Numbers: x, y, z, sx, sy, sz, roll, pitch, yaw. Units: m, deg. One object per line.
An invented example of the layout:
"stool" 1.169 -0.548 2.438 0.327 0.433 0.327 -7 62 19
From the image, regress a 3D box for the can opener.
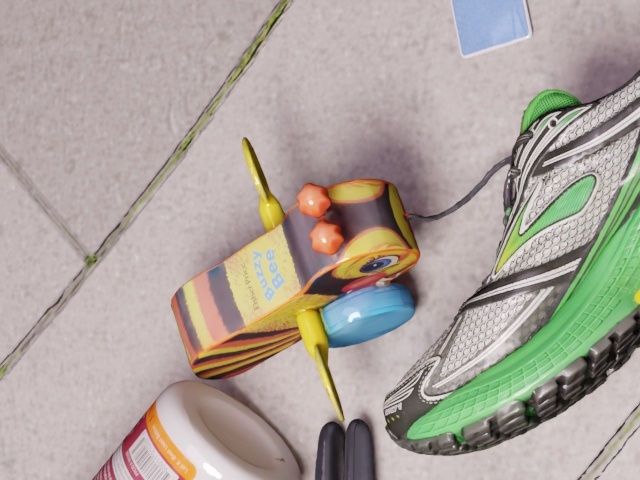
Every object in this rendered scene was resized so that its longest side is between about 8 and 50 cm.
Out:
"can opener" 0.014 0.214 1.135 0.059 0.073 0.186 -1 74 37

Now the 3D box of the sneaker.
"sneaker" 0.159 -0.002 1.038 0.146 0.134 0.343 44 96 18

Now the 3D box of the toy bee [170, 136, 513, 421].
"toy bee" 0.000 0.000 1.109 0.298 0.162 0.195 -48 63 16

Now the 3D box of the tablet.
"tablet" 0.115 -0.172 1.153 0.054 0.006 0.083 -16 78 26

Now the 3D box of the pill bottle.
"pill bottle" -0.122 0.216 1.171 0.121 0.121 0.221 46 106 25
